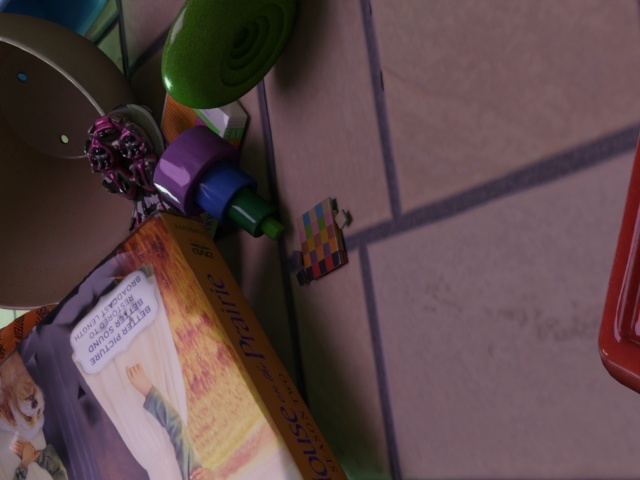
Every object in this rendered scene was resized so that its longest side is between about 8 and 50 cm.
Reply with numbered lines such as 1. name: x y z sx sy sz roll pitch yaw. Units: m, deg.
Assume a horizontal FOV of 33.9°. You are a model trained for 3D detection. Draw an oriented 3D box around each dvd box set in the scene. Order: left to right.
1. dvd box set: -0.113 0.232 0.737 0.307 0.062 0.420 -41 61 19

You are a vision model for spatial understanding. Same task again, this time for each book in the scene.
1. book: -0.109 -0.071 0.912 0.096 0.035 0.144 53 136 39

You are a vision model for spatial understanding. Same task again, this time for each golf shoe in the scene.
1. golf shoe: -0.129 -0.027 0.881 0.067 0.086 0.186 -12 107 19

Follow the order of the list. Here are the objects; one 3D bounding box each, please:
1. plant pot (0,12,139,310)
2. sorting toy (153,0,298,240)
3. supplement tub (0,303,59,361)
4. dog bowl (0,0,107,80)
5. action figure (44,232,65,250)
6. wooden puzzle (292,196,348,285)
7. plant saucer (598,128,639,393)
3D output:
1. plant pot: -0.285 -0.101 1.020 0.191 0.284 0.284 -71 0 -58
2. sorting toy: -0.017 -0.137 0.715 0.126 0.127 0.365 37 130 18
3. supplement tub: -0.289 0.213 1.067 0.338 0.207 0.207 -51 50 49
4. dog bowl: -0.333 -0.223 1.115 0.297 0.166 0.074 -44 73 29
5. action figure: -0.322 0.001 1.184 0.280 0.091 0.139 39 123 35
6. wooden puzzle: 0.000 0.000 0.759 0.083 0.006 0.049 -31 66 56
7. plant saucer: 0.205 -0.016 0.377 0.258 0.048 0.259 31 119 54
